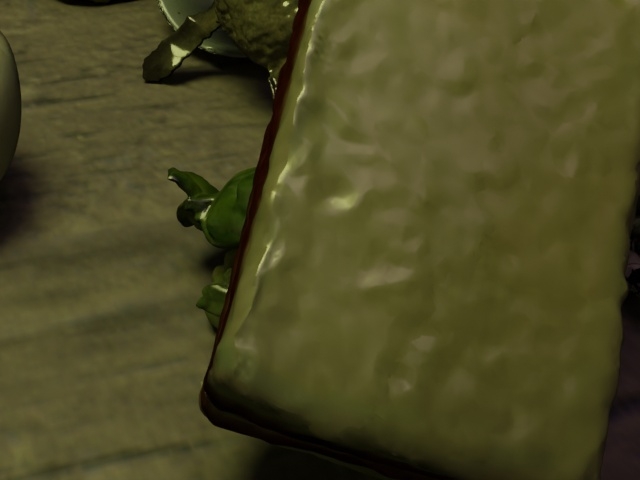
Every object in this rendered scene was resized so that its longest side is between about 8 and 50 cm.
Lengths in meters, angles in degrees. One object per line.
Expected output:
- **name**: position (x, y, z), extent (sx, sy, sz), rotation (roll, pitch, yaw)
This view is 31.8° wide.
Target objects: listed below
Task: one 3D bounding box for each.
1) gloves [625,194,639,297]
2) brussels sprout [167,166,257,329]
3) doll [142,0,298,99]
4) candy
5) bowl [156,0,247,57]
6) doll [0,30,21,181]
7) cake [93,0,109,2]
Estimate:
- **gloves**: position (0.207, -0.033, 0.703), extent (0.212, 0.127, 0.111), rotation (19, 11, -9)
- **brussels sprout**: position (0.001, -0.003, 0.672), extent (0.181, 0.100, 0.139), rotation (-2, 25, 11)
- **doll**: position (-0.037, -0.179, 0.824), extent (0.091, 0.202, 0.286), rotation (-3, 31, -37)
- **candy**: position (0.060, -0.038, 0.561), extent (0.180, 0.135, 0.320), rotation (14, 73, -4)
- **bowl**: position (-0.042, -0.233, 0.948), extent (0.189, 0.189, 0.086), rotation (20, -2, 20)
- **doll**: position (-0.312, -0.101, 0.677), extent (0.251, 0.221, 0.221), rotation (-6, 39, -13)
- **cake**: position (-0.156, -0.329, 1.041), extent (0.261, 0.156, 0.179), rotation (-17, 48, -27)
